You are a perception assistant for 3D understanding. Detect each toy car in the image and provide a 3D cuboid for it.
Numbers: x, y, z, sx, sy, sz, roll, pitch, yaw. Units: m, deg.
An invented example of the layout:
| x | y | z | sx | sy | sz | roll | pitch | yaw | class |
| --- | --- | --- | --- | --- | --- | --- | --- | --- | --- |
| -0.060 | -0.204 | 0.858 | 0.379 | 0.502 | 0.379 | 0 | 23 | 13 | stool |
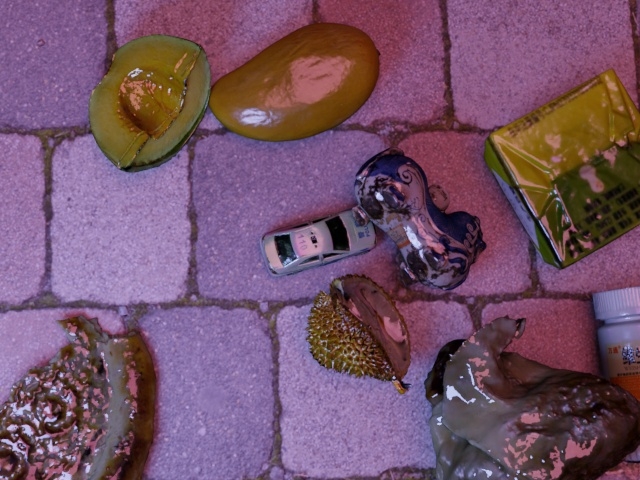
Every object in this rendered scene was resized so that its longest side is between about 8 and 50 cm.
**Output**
| x | y | z | sx | sy | sz | roll | pitch | yaw | class |
| --- | --- | --- | --- | --- | --- | --- | --- | --- | --- |
| 0.000 | 0.000 | 1.931 | 0.224 | 0.076 | 0.090 | -16 | 82 | -10 | toy car |

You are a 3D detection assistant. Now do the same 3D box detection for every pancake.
| x | y | z | sx | sy | sz | roll | pitch | yaw | class |
| --- | --- | --- | --- | --- | --- | --- | --- | --- | --- |
| -0.437 | 0.333 | 1.801 | 0.305 | 0.067 | 0.427 | 42 | 70 | -2 | pancake |

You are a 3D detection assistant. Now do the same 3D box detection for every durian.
| x | y | z | sx | sy | sz | roll | pitch | yaw | class |
| --- | --- | --- | --- | --- | --- | --- | --- | --- | --- |
| 0.068 | 0.188 | 1.874 | 0.138 | 0.193 | 0.237 | -37 | 73 | 30 | durian |

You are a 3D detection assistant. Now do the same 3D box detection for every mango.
| x | y | z | sx | sy | sz | roll | pitch | yaw | class |
| --- | --- | --- | --- | --- | --- | --- | --- | --- | --- |
| -0.037 | -0.287 | 1.945 | 0.331 | 0.142 | 0.195 | -32 | 82 | -4 | mango |

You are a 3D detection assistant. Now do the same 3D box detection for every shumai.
| x | y | z | sx | sy | sz | roll | pitch | yaw | class |
| --- | --- | --- | --- | --- | --- | --- | --- | --- | --- |
| 0.335 | 0.312 | 1.835 | 0.395 | 0.395 | 0.348 | -30 | 65 | -11 | shumai |

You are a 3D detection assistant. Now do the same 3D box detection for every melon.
| x | y | z | sx | sy | sz | roll | pitch | yaw | class |
| --- | --- | --- | --- | --- | --- | --- | --- | --- | --- |
| -0.317 | -0.258 | 1.912 | 0.169 | 0.129 | 0.265 | 33 | 91 | 25 | melon |

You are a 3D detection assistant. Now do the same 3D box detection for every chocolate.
| x | y | z | sx | sy | sz | roll | pitch | yaw | class |
| --- | --- | --- | --- | --- | --- | --- | --- | --- | --- |
| 0.495 | -0.130 | 1.990 | 0.300 | 0.137 | 0.289 | -28 | 86 | -12 | chocolate |

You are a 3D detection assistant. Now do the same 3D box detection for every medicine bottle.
| x | y | z | sx | sy | sz | roll | pitch | yaw | class |
| --- | --- | --- | --- | --- | --- | --- | --- | --- | --- |
| 0.608 | 0.247 | 1.934 | 0.158 | 0.158 | 0.318 | -4 | 83 | -8 | medicine bottle |

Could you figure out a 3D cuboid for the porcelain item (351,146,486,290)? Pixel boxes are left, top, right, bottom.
| x | y | z | sx | sy | sz | roll | pitch | yaw | class |
| --- | --- | --- | --- | --- | --- | --- | --- | --- | --- |
| 0.190 | -0.047 | 1.922 | 0.288 | 0.138 | 0.186 | 52 | 54 | -3 | porcelain item |
